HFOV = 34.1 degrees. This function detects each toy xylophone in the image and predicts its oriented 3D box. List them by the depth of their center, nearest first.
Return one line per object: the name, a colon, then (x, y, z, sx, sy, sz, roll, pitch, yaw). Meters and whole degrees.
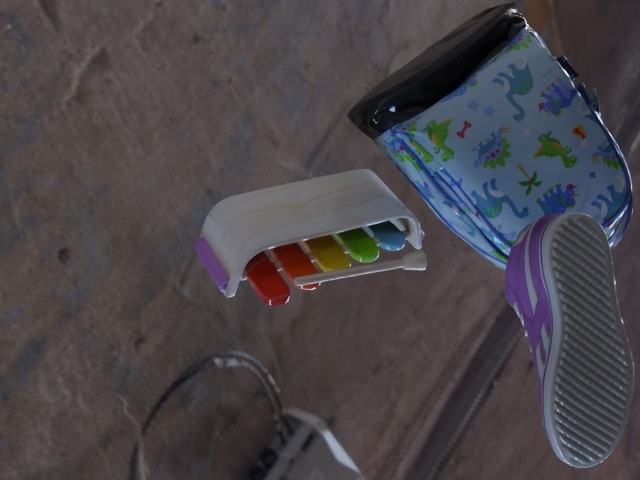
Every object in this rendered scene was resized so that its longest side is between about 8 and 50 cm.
toy xylophone: (0.000, 0.000, 1.412, 0.323, 0.081, 0.236, -8, -140, -19)

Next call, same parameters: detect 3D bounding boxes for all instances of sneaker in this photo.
sneaker: (0.277, 0.111, 1.206, 0.102, 0.161, 0.282, 0, -93, -14)

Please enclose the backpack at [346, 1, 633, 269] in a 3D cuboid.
backpack: (0.261, -0.112, 1.426, 0.290, 0.355, 0.273, -35, -166, -9)
